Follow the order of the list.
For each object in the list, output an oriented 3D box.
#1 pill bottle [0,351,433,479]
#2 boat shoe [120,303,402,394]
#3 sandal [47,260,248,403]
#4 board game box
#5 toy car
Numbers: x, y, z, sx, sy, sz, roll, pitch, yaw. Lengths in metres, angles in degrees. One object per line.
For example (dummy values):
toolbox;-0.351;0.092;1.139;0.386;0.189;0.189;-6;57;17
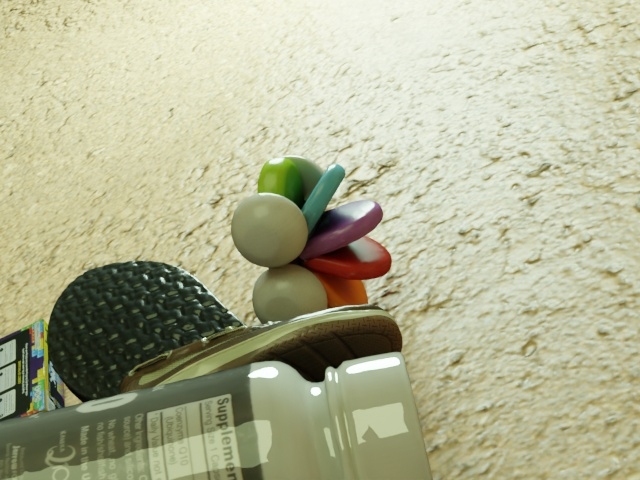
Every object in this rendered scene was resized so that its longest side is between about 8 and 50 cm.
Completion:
pill bottle;-0.094;0.208;1.078;0.361;0.204;0.204;-13;33;1
boat shoe;-0.060;0.103;1.228;0.257;0.095;0.095;-19;37;-3
sandal;-0.101;0.151;1.338;0.445;0.107;0.167;26;57;37
board game box;-0.347;0.174;1.510;0.141;0.048;0.170;-26;32;5
toy car;0.000;0.000;1.395;0.136;0.182;0.159;-9;21;18
